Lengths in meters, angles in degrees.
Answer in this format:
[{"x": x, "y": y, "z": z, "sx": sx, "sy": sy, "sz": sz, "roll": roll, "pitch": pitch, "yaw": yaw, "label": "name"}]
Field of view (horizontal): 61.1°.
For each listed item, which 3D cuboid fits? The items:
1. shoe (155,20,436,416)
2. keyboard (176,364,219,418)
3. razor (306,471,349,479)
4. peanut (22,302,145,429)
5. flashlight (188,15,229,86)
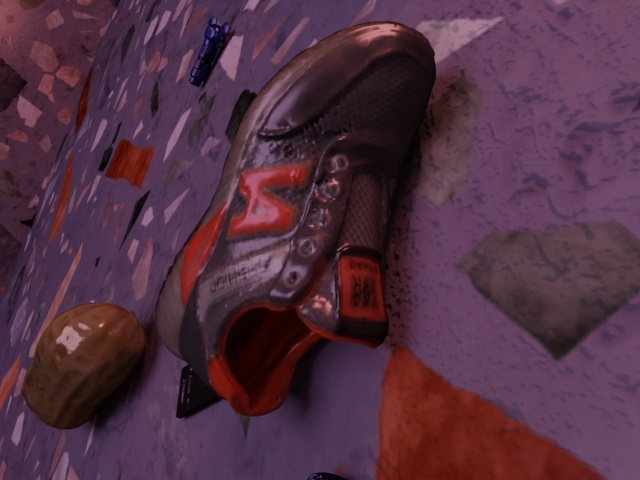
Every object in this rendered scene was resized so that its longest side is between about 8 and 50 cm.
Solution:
[{"x": 0.000, "y": 0.000, "z": 0.411, "sx": 0.336, "sy": 0.132, "sz": 0.171, "roll": -56, "pitch": 45, "yaw": 13, "label": "shoe"}, {"x": -0.098, "y": 0.132, "z": 0.569, "sx": 0.204, "sy": 0.013, "sz": 0.061, "roll": -36, "pitch": 44, "yaw": 39, "label": "keyboard"}, {"x": 0.044, "y": 0.175, "z": 0.328, "sx": 0.155, "sy": 0.028, "sz": 0.044, "roll": 0, "pitch": 71, "yaw": 54, "label": "razor"}, {"x": -0.359, "y": 0.190, "z": 0.805, "sx": 0.305, "sy": 0.147, "sz": 0.146, "roll": -48, "pitch": 38, "yaw": 35, "label": "peanut"}, {"x": -0.195, "y": -0.327, "z": 0.951, "sx": 0.057, "sy": 0.036, "sz": 0.121, "roll": 37, "pitch": 109, "yaw": 30, "label": "flashlight"}]
